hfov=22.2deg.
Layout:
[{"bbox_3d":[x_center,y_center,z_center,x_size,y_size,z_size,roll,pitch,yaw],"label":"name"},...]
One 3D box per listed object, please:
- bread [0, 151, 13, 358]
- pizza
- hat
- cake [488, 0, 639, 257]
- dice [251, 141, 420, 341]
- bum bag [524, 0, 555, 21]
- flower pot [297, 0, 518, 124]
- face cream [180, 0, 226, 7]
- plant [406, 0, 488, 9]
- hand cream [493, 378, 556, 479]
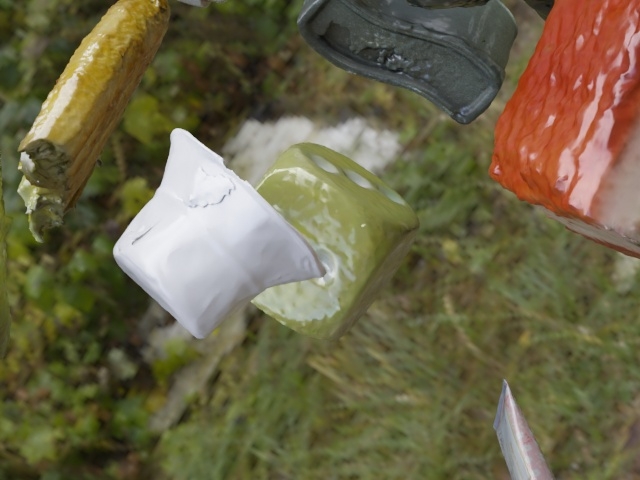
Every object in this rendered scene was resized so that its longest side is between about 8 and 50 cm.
[{"bbox_3d":[-0.428,-0.019,1.438,0.348,0.307,0.348,179,90,-82],"label":"bread"},{"bbox_3d":[-0.262,-0.099,1.667,0.288,0.075,0.280,-58,3,38],"label":"pizza"},{"bbox_3d":[-0.104,0.008,1.459,0.126,0.203,0.203,-48,31,-7],"label":"hat"},{"bbox_3d":[0.340,-0.100,1.382,0.269,0.319,0.270,-68,18,3],"label":"cake"},{"bbox_3d":[0.000,0.000,1.863,0.169,0.169,0.166,-56,-9,17],"label":"dice"},{"bbox_3d":[0.298,-0.294,1.959,0.080,0.142,0.326,-54,-8,23],"label":"bum bag"},{"bbox_3d":[0.092,-0.225,1.721,0.103,0.229,0.108,122,168,-47],"label":"flower pot"},{"bbox_3d":[-0.141,-0.304,1.788,0.091,0.095,0.091,13,-90,-82],"label":"face cream"},{"bbox_3d":[0.131,-0.235,1.045,0.256,0.164,0.142,-20,89,48],"label":"plant"},{"bbox_3d":[0.210,0.230,1.649,0.210,0.043,0.067,-110,21,-54],"label":"hand cream"}]
